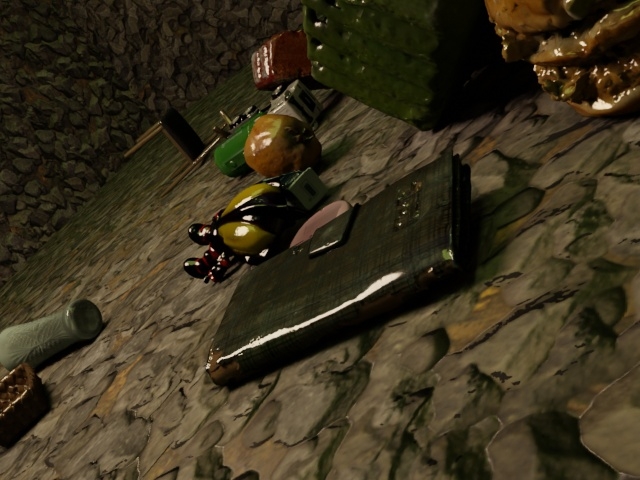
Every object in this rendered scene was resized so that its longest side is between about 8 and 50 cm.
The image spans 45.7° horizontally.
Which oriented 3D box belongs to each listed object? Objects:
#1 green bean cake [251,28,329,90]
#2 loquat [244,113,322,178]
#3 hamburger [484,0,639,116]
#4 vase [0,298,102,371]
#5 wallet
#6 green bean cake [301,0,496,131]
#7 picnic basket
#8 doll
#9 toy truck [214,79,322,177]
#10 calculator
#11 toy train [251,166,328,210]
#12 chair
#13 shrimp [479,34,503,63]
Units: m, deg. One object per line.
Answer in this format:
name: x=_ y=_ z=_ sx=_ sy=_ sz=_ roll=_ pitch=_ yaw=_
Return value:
green bean cake: x=-0.014 y=-0.379 z=1.585 sx=0.232 sy=0.097 sz=0.198 roll=-8 pitch=-1 yaw=-28
loquat: x=-0.059 y=-0.153 z=1.260 sx=0.137 sy=0.137 sz=0.113 roll=-8 pitch=50 yaw=58
hamburger: x=0.275 y=-0.247 z=0.716 sx=0.245 sy=0.211 sz=0.260 roll=-46 pitch=23 yaw=-1
vase: x=-0.496 y=0.173 z=1.397 sx=0.219 sy=0.096 sz=0.096 roll=-24 pitch=24 yaw=33
wallet: x=0.014 y=0.034 z=0.776 sx=0.317 sy=0.044 sz=0.169 roll=-30 pitch=29 yaw=32
green bean cake: x=0.137 y=-0.346 z=0.967 sx=0.319 sy=0.218 sz=0.335 roll=-58 pitch=-11 yaw=-18
picnic basket: x=-0.498 y=0.265 z=1.236 sx=0.110 sy=0.055 sz=0.193 roll=-43 pitch=18 yaw=-14
doll: x=-0.118 y=-0.011 z=1.103 sx=0.088 sy=0.127 sz=0.248 roll=-10 pitch=-4 yaw=-43
toy truck: x=-0.116 y=-0.224 z=1.572 sx=0.242 sy=0.101 sz=0.125 roll=-30 pitch=24 yaw=34
calculator: x=0.000 y=0.000 z=0.940 sx=0.103 sy=0.024 sz=0.166 roll=-33 pitch=21 yaw=20
toy train: x=-0.064 y=-0.072 z=1.193 sx=0.052 sy=0.051 sz=0.234 roll=-46 pitch=16 yaw=-19
chair: x=-0.385 y=-0.285 z=2.124 sx=0.272 sy=0.166 sz=0.188 roll=-35 pitch=19 yaw=13
shrimp: x=0.235 y=-0.322 z=1.183 sx=0.365 sy=0.071 sz=0.233 roll=-26 pitch=27 yaw=22
